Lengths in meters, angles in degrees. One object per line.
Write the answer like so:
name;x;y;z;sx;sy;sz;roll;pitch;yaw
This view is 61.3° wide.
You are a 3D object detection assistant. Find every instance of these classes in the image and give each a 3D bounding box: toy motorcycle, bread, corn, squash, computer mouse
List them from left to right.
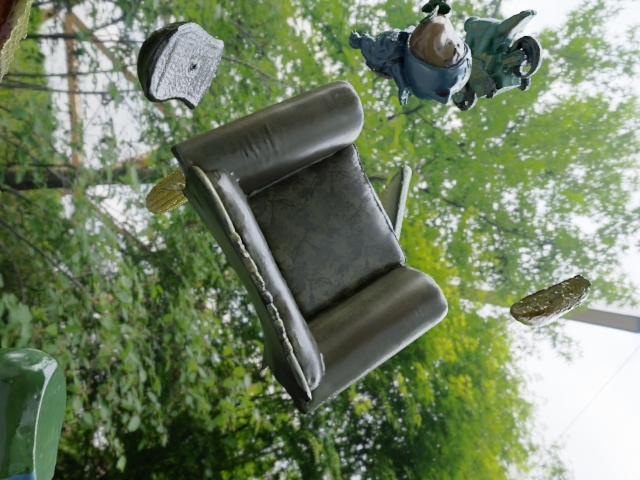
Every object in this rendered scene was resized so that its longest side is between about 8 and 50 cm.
computer mouse;-0.252;-0.312;0.937;0.088;0.264;0.147;32;-79;7
corn;-0.329;-0.146;1.346;0.081;0.248;0.081;56;13;-19
squash;0.141;-0.086;1.260;0.169;0.093;0.252;33;-53;41
toy motorcycle;0.378;-0.411;1.199;0.296;0.109;0.199;-178;-104;-69
bread;0.406;0.123;0.995;0.154;0.135;0.054;115;-38;-49

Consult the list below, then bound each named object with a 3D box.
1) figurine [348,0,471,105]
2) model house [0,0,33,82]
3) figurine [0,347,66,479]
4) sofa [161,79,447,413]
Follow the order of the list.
figurine;0.130;-0.278;0.763;0.178;0.114;0.145;24;-48;21
model house;-0.517;-0.300;0.765;0.196;0.254;0.160;5;-49;60
figurine;-0.378;0.170;0.523;0.127;0.233;0.185;-109;-151;-70
sofa;0.000;0.000;0.506;0.182;0.199;0.259;-5;-69;64
